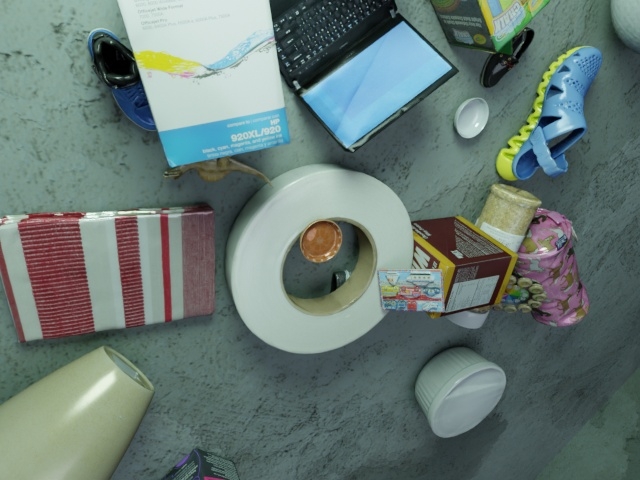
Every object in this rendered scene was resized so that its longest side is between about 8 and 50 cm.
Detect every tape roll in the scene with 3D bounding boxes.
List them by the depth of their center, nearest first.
[{"bbox_3d":[0.007,0.043,0.892,0.391,0.072,0.393,-8,112,-21],"label":"tape roll"}]

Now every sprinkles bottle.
[{"bbox_3d":[0.413,0.043,1.108,0.121,0.121,0.356,4,116,-30],"label":"sprinkles bottle"}]

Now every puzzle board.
[{"bbox_3d":[0.181,0.102,0.897,0.128,0.011,0.097,-1,115,20],"label":"puzzle board"}]

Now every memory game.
[{"bbox_3d":[0.515,0.150,1.217,0.186,0.012,0.186,11,145,8],"label":"memory game"}]

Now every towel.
[{"bbox_3d":[-0.346,0.055,0.768,0.328,0.037,0.237,-5,122,-24],"label":"towel"}]

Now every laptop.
[{"bbox_3d":[0.050,-0.320,0.692,0.234,0.136,0.264,-38,128,-4],"label":"laptop"}]

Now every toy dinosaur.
[{"bbox_3d":[-0.168,-0.136,0.750,0.182,0.053,0.093,-1,133,-19],"label":"toy dinosaur"}]

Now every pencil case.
[{"bbox_3d":[0.628,0.087,1.231,0.386,0.167,0.160,52,55,-39],"label":"pencil case"}]

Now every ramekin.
[{"bbox_3d":[0.406,0.440,1.334,0.272,0.127,0.273,-13,123,-21],"label":"ramekin"}]

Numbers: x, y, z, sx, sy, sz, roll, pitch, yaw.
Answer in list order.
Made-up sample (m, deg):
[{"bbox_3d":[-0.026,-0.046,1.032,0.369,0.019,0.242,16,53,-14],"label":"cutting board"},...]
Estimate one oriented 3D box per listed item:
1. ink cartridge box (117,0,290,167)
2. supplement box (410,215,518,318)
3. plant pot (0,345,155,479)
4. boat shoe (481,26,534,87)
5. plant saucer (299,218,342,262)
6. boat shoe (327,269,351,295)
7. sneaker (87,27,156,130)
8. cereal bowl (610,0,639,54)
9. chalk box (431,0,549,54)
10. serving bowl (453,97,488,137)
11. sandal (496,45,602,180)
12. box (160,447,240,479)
[{"bbox_3d":[-0.149,-0.250,0.590,0.168,0.171,0.233,-13,125,-8],"label":"ink cartridge box"},{"bbox_3d":[0.282,0.050,0.998,0.193,0.191,0.129,-7,122,-25],"label":"supplement box"},{"bbox_3d":[-0.434,0.327,0.770,0.274,0.256,0.257,-48,130,-17],"label":"plant pot"},{"bbox_3d":[0.375,-0.368,0.899,0.048,0.042,0.133,23,106,-38],"label":"boat shoe"},{"bbox_3d":[0.000,0.000,0.822,0.083,0.013,0.084,-8,113,-21],"label":"plant saucer"},{"bbox_3d":[0.034,0.131,1.009,0.040,0.049,0.142,6,109,-22],"label":"boat shoe"},{"bbox_3d":[-0.265,-0.213,0.620,0.058,0.084,0.152,-29,127,-11],"label":"sneaker"},{"bbox_3d":[0.723,-0.552,0.913,0.338,0.141,0.339,-13,122,-21],"label":"cereal bowl"},{"bbox_3d":[0.287,-0.419,0.765,0.132,0.132,0.213,-44,129,2],"label":"chalk box"},{"bbox_3d":[0.311,-0.259,0.936,0.083,0.027,0.084,-13,123,-21],"label":"serving bowl"},{"bbox_3d":[0.530,-0.262,0.985,0.126,0.138,0.318,12,110,-30],"label":"sandal"},{"bbox_3d":[-0.260,0.646,1.007,0.165,0.270,0.143,-43,128,1],"label":"box"}]
